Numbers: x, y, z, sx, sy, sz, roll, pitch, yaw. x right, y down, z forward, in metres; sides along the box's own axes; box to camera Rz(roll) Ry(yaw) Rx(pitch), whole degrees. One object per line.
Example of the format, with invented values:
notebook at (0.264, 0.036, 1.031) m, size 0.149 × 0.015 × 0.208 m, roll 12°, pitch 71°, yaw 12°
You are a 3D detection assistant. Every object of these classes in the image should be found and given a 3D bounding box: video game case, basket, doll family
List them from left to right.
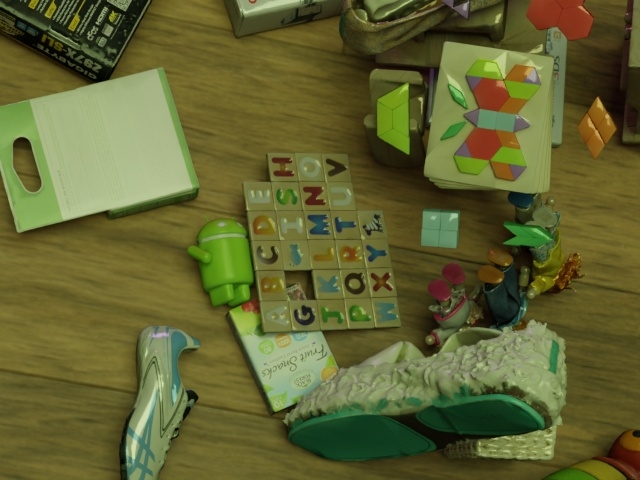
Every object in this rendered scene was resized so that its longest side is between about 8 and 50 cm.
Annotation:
video game case at (0.242, -0.224, 2.087) m, size 0.190 × 0.022 × 0.173 m, roll 8°, pitch 74°, yaw -9°
basket at (0.222, 0.221, 1.900) m, size 0.113 × 0.167 × 0.103 m, roll 4°, pitch 82°, yaw -10°
doll family at (0.252, 0.057, 1.954) m, size 0.118 × 0.163 × 0.263 m, roll 32°, pitch 70°, yaw 32°

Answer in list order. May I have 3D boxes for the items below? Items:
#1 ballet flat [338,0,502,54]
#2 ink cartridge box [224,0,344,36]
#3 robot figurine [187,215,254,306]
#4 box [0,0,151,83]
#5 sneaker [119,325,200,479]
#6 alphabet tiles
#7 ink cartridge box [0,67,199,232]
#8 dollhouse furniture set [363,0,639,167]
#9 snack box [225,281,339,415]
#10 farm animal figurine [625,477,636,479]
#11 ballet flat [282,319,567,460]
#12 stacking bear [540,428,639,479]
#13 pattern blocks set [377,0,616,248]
ballet flat at (0.164, -0.328, 1.863) m, size 0.316 × 0.106 × 0.107 m, roll -32°, pitch 67°, yaw -1°
ink cartridge box at (-0.039, -0.364, 2.034) m, size 0.190 × 0.082 × 0.140 m, roll -15°, pitch 79°, yaw -13°
robot figurine at (-0.120, 0.024, 1.927) m, size 0.101 × 0.067 × 0.115 m, roll 2°, pitch 72°, yaw -37°
box at (-0.315, -0.398, 1.973) m, size 0.257 × 0.079 × 0.322 m, roll 27°, pitch 70°, yaw -8°
sneaker at (-0.196, 0.220, 1.855) m, size 0.086 × 0.085 × 0.237 m, roll 9°, pitch 76°, yaw -4°
alphabet tiles at (0.000, 0.000, 1.961) m, size 0.198 × 0.009 × 0.237 m, roll -1°, pitch 74°, yaw -27°
ink cartridge box at (-0.288, -0.110, 1.935) m, size 0.235 × 0.056 × 0.171 m, roll -15°, pitch 79°, yaw -11°
dollhouse furniture set at (0.277, -0.260, 2.016) m, size 0.394 × 0.256 × 0.362 m, roll 5°, pitch 74°, yaw 11°
snack box at (-0.045, 0.136, 1.930) m, size 0.100 × 0.037 × 0.141 m, roll -22°, pitch 82°, yaw -15°
farm animal figurine at (0.440, 0.452, 1.798) m, size 0.327 × 0.172 × 0.330 m, roll -53°, pitch 130°, yaw -14°
ballet flat at (0.132, 0.177, 1.806) m, size 0.147 × 0.409 × 0.147 m, roll 13°, pitch 71°, yaw -43°
stacking bear at (0.345, 0.336, 1.902) m, size 0.289 × 0.175 × 0.164 m, roll -30°, pitch 113°, yaw -27°
pattern blocks set at (0.208, -0.147, 1.837) m, size 0.285 × 0.026 × 0.325 m, roll -6°, pitch 101°, yaw 12°
